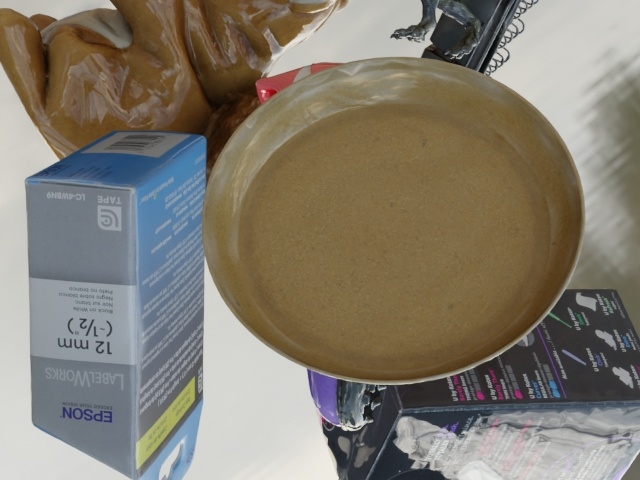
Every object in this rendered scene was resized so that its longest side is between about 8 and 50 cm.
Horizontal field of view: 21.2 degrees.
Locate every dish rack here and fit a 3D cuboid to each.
[{"bbox_3d":[0.176,-0.226,1.826,0.208,0.074,0.271,-63,170,29],"label":"dish rack"}]

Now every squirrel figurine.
[{"bbox_3d":[-0.117,-0.175,1.884,0.370,0.397,0.281,-27,178,1],"label":"squirrel figurine"}]

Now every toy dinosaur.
[{"bbox_3d":[0.115,-0.237,1.601,0.268,0.118,0.064,10,176,-27],"label":"toy dinosaur"}]

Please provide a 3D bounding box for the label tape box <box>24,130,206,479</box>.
[{"bbox_3d":[-0.192,0.085,1.654,0.249,0.115,0.348,-51,146,-72],"label":"label tape box"}]

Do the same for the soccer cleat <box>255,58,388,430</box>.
[{"bbox_3d":[0.000,0.000,1.315,0.116,0.318,0.109,-1,150,7],"label":"soccer cleat"}]

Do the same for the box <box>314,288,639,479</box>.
[{"bbox_3d":[0.152,0.147,1.573,0.270,0.143,0.165,1,137,-22],"label":"box"}]

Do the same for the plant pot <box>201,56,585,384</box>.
[{"bbox_3d":[0.045,-0.011,1.065,0.236,0.236,0.032,-33,152,-13],"label":"plant pot"}]
